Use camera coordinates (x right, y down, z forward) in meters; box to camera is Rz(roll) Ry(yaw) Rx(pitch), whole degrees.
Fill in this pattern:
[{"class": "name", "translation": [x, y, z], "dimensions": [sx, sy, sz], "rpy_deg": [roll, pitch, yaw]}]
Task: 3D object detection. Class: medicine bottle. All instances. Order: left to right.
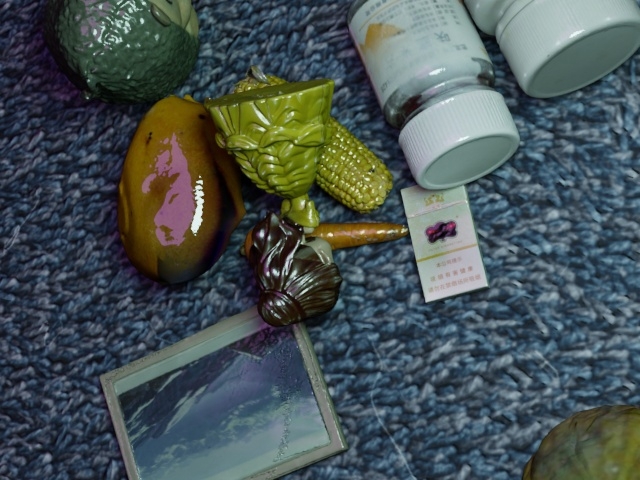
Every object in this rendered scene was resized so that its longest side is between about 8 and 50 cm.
[{"class": "medicine bottle", "translation": [0.151, -0.221, 1.626], "dimensions": [0.165, 0.165, 0.273], "rpy_deg": [-27, 67, 15]}, {"class": "medicine bottle", "translation": [0.277, -0.375, 1.588], "dimensions": [0.208, 0.208, 0.340], "rpy_deg": [-29, 70, 14]}]

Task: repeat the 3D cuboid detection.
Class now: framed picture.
[{"class": "framed picture", "translation": [-0.146, 0.247, 1.735], "dimensions": [0.335, 0.022, 0.247], "rpy_deg": [-24, 72, 15]}]

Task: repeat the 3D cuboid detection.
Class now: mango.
[{"class": "mango", "translation": [-0.203, -0.074, 1.754], "dimensions": [0.201, 0.152, 0.287], "rpy_deg": [-1, 81, 11]}]

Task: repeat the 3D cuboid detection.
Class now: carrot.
[{"class": "carrot", "translation": [0.000, 0.000, 1.708], "dimensions": [0.256, 0.061, 0.061], "rpy_deg": [-6, 77, 18]}]

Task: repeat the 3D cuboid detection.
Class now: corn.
[{"class": "corn", "translation": [-0.009, -0.143, 1.719], "dimensions": [0.293, 0.106, 0.106], "rpy_deg": [38, 95, 20]}]

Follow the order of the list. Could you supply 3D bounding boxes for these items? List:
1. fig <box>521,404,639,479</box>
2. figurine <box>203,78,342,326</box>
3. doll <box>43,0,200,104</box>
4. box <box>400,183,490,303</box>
[{"class": "fig", "translation": [0.323, 0.325, 1.349], "dimensions": [0.286, 0.368, 0.286], "rpy_deg": [-6, 78, 29]}, {"class": "figurine", "translation": [-0.040, -0.047, 1.625], "dimensions": [0.187, 0.168, 0.315], "rpy_deg": [-6, 103, 21]}, {"class": "doll", "translation": [-0.286, -0.313, 1.735], "dimensions": [0.247, 0.349, 0.247], "rpy_deg": [-1, 101, -3]}, {"class": "box", "translation": [0.171, -0.003, 1.655], "dimensions": [0.090, 0.024, 0.167], "rpy_deg": [-16, 73, 16]}]
